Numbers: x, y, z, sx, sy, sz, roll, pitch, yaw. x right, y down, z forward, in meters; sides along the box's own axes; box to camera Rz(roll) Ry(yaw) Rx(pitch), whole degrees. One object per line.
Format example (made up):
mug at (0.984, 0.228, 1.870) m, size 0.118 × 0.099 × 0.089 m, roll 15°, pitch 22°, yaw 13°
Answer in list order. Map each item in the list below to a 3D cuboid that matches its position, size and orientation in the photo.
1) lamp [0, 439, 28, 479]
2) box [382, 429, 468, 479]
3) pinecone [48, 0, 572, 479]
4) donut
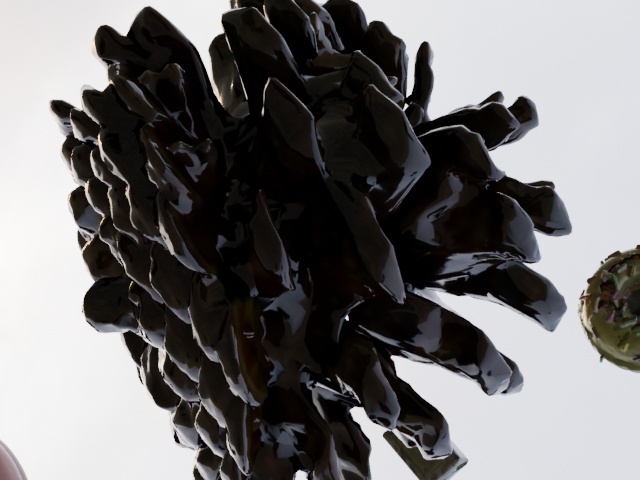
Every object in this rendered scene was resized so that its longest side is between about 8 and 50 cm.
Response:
lamp at (-0.378, 0.258, 1.574) m, size 0.187 × 0.164 × 0.187 m, roll -25°, pitch 176°, yaw -2°
box at (0.130, 0.257, 1.997) m, size 0.062 × 0.045 × 0.098 m, roll -44°, pitch -113°, yaw 10°
pinecone at (0.000, 0.000, 1.164) m, size 0.397 × 0.397 × 0.398 m, roll -37°, pitch -146°, yaw 30°
donut at (0.376, 0.073, 1.824) m, size 0.174 × 0.068 × 0.175 m, roll -5°, pitch -130°, yaw 6°
